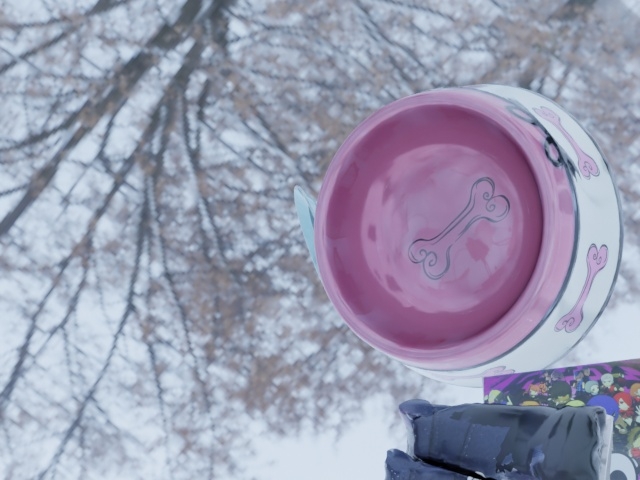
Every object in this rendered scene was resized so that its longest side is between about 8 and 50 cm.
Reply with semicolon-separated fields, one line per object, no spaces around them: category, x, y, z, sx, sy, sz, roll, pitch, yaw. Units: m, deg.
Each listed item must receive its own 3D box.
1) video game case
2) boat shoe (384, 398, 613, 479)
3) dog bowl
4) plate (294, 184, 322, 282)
video game case;0.294;0.235;1.227;0.042;0.232;0.210;55;-148;-52
boat shoe;0.137;0.244;0.873;0.158;0.341;0.127;5;-140;17
dog bowl;0.169;-0.013;1.462;0.408;0.408;0.150;50;-159;25
plate;0.000;0.000;1.779;0.188;0.024;0.188;161;90;-82
